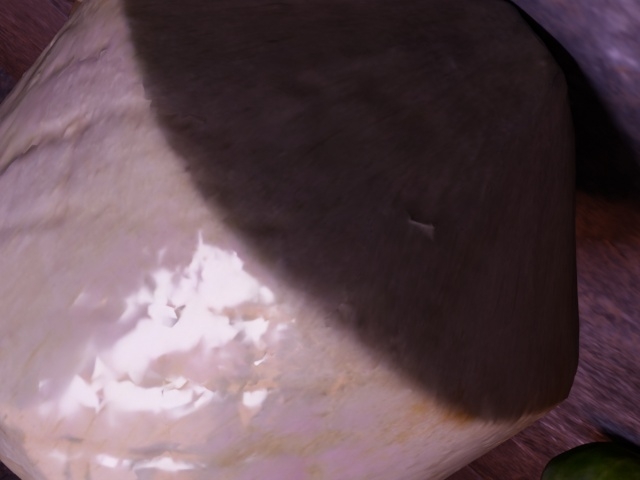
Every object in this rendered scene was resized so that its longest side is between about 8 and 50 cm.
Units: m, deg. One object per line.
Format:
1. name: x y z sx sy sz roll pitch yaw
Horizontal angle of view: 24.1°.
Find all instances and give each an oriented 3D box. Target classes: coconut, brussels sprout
1. coconut: -0.018 0.002 0.917 0.344 0.415 0.415 58 177 17
2. brussels sprout: 0.327 0.298 1.644 0.181 0.144 0.161 6 133 31

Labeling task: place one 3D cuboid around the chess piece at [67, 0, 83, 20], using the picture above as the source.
1. chess piece: -0.143 -0.191 1.052 0.300 0.167 0.167 39 172 -26
